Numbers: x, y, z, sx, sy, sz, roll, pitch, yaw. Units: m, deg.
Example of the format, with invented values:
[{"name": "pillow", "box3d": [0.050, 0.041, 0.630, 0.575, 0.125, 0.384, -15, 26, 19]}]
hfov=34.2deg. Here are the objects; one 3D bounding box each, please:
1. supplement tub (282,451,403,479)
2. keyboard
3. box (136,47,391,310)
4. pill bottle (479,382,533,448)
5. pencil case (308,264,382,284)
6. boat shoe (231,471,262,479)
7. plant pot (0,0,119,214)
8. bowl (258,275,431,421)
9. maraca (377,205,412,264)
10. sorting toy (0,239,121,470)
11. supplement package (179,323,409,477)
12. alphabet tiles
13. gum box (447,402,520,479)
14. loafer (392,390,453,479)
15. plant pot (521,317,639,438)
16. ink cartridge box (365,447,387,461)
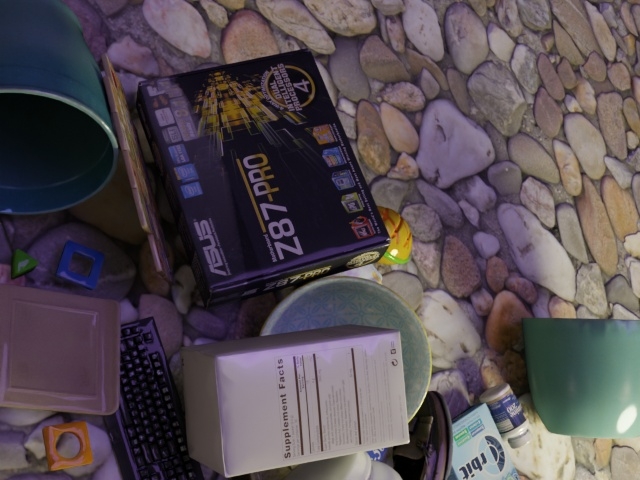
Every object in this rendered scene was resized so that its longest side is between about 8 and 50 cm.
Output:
[{"name": "supplement tub", "box3d": [0.081, 0.499, 1.639, 0.325, 0.235, 0.235, 51, 48, -12]}, {"name": "keyboard", "box3d": [-0.225, 0.270, 1.594, 0.202, 0.033, 0.317, -15, 82, -28]}, {"name": "box", "box3d": [-0.101, -0.112, 1.738, 0.318, 0.097, 0.394, -15, 71, -17]}, {"name": "pill bottle", "box3d": [0.371, 0.348, 2.058, 0.067, 0.067, 0.120, -32, 93, -43]}, {"name": "pencil case", "box3d": [0.000, 0.000, 1.866, 0.124, 0.113, 0.273, -31, 94, -20]}, {"name": "boat shoe", "box3d": [-0.113, 0.367, 1.660, 0.048, 0.056, 0.153, 5, 59, -41]}, {"name": "plant pot", "box3d": [-0.435, -0.218, 1.516, 0.272, 0.272, 0.255, 18, 47, -33]}, {"name": "bowl", "box3d": [0.041, 0.198, 1.768, 0.289, 0.289, 0.156, 63, 5, 0]}, {"name": "maraca", "box3d": [0.105, -0.017, 1.962, 0.186, 0.099, 0.127, 29, 28, -42]}, {"name": "sorting toy", "box3d": [-0.393, 0.165, 1.519, 0.196, 0.047, 0.347, 10, 63, -29]}, {"name": "supplement package", "box3d": [-0.041, 0.231, 1.553, 0.293, 0.177, 0.175, -5, 91, -24]}, {"name": "alphabet tiles", "box3d": [-0.279, -0.103, 1.600, 0.011, 0.285, 0.342, -16, 81, -4]}, {"name": "gum box", "box3d": [0.295, 0.425, 1.981, 0.157, 0.041, 0.184, -21, 87, -43]}, {"name": "loafer", "box3d": [0.169, 0.407, 1.845, 0.095, 0.109, 0.302, 18, 64, -29]}, {"name": "plant pot", "box3d": [0.554, 0.276, 2.105, 0.293, 0.293, 0.235, 6, 83, -38]}, {"name": "ink cartridge box", "box3d": [0.084, 0.320, 1.847, 0.097, 0.046, 0.207, 44, 50, -16]}]
